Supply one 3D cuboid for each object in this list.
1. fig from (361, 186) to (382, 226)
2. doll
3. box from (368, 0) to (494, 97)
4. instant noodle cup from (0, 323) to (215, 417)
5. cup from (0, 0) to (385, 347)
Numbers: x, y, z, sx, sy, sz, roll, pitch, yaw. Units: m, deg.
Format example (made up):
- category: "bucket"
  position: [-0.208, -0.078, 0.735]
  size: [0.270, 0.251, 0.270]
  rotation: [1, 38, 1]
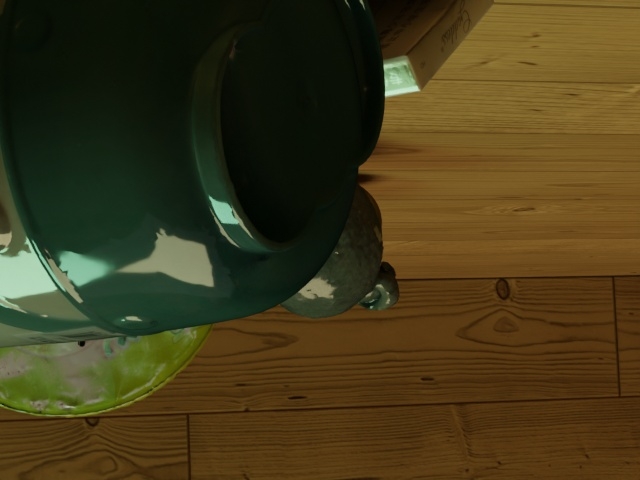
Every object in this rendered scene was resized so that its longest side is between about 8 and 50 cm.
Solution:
- category: "fig"
  position: [0.001, -0.012, 1.944]
  size: [0.136, 0.120, 0.153]
  rotation: [3, 151, 4]
- category: "doll"
  position: [-0.092, -0.031, 1.734]
  size: [0.340, 0.158, 0.246]
  rotation: [11, 149, 25]
- category: "box"
  position: [-0.001, -0.112, 1.055]
  size: [0.198, 0.029, 0.109]
  rotation: [-7, -150, 37]
- category: "instant noodle cup"
  position: [-0.186, 0.000, 1.368]
  size: [0.264, 0.264, 0.200]
  rotation: [-3, -179, 3]
- category: "cup"
  position: [-0.108, -0.071, 0.916]
  size: [0.258, 0.219, 0.289]
  rotation: [-5, -156, 26]
